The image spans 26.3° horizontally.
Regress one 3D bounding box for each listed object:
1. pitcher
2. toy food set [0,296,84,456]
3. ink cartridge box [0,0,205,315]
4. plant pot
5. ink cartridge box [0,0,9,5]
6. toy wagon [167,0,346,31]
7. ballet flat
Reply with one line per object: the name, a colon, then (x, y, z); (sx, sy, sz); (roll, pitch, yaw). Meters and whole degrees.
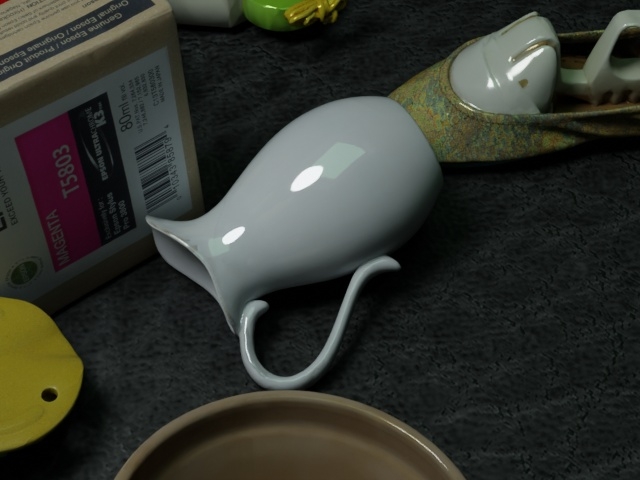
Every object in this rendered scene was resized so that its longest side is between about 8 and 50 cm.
pitcher: (0.000, 0.000, 1.030); (0.207, 0.125, 0.178); (-32, 77, -10)
toy food set: (-0.276, 0.103, 0.968); (0.217, 0.071, 0.128); (9, 51, -1)
ink cartridge box: (-0.193, -0.064, 1.001); (0.193, 0.235, 0.088); (-32, 56, -21)
plant pot: (-0.018, 0.214, 0.837); (0.237, 0.110, 0.237); (4, 44, -4)
ink cartridge box: (-0.335, -0.251, 1.100); (0.271, 0.130, 0.309); (-13, 54, 26)
toy wagon: (-0.097, -0.284, 1.287); (0.267, 0.068, 0.344); (-30, 57, -21)
ballet flat: (0.214, -0.137, 1.123); (0.348, 0.123, 0.123); (-4, 51, 0)
